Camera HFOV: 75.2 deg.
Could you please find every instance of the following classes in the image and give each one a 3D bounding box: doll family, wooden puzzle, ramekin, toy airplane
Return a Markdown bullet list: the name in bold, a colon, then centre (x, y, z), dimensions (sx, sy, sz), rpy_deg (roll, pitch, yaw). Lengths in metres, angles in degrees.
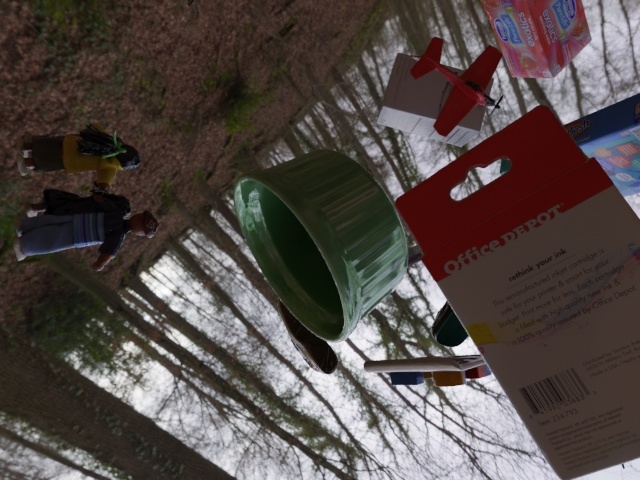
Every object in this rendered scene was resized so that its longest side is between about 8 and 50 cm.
- **doll family**: centre (-0.222, -0.051, 0.400), dimensions (0.076, 0.111, 0.193), rpy_deg (131, -51, -57)
- **wooden puzzle**: centre (0.357, 0.398, 1.278), dimensions (0.322, 0.347, 0.081), rpy_deg (-18, -112, 43)
- **ramekin**: centre (0.000, 0.000, 0.687), dimensions (0.148, 0.303, 0.303), rpy_deg (-32, -149, -24)
- **toy airplane**: centre (0.193, -0.231, 0.591), dimensions (0.151, 0.151, 0.028), rpy_deg (-36, 175, 1)

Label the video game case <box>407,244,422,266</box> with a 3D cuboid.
- **video game case**: centre (0.339, 0.014, 1.249), dimensions (0.274, 0.026, 0.196), rpy_deg (-26, -179, 15)

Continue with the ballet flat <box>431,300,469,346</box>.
- **ballet flat**: centre (0.478, 0.150, 1.278), dimensions (0.164, 0.483, 0.182), rpy_deg (20, -132, 0)

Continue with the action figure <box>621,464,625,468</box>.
- **action figure**: centre (0.726, 0.398, 0.907), dimensions (0.275, 0.141, 0.164), rpy_deg (-32, -128, -7)

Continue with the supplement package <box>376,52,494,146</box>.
- **supplement package**: centre (0.210, -0.260, 0.783), dimensions (0.105, 0.179, 0.105), rpy_deg (74, 31, -87)

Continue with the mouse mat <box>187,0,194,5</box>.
- **mouse mat**: centre (-0.197, -0.519, 0.737), dimensions (0.152, 0.007, 0.190), rpy_deg (-37, -130, 30)

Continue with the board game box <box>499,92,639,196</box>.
- **board game box**: centre (0.398, -0.113, 0.592), dimensions (0.210, 0.160, 0.047), rpy_deg (-20, -128, 61)

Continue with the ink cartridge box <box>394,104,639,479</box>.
- **ink cartridge box**: centre (0.173, 0.034, 0.315), dimensions (0.134, 0.078, 0.231), rpy_deg (-33, -101, 20)

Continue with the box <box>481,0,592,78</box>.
- **box**: centre (0.539, -0.581, 1.048), dimensions (0.154, 0.300, 0.142), rpy_deg (-45, -148, -1)

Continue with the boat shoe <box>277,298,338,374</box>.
- **boat shoe**: centre (-0.058, 0.309, 1.362), dimensions (0.109, 0.302, 0.098), rpy_deg (-38, -171, -37)
